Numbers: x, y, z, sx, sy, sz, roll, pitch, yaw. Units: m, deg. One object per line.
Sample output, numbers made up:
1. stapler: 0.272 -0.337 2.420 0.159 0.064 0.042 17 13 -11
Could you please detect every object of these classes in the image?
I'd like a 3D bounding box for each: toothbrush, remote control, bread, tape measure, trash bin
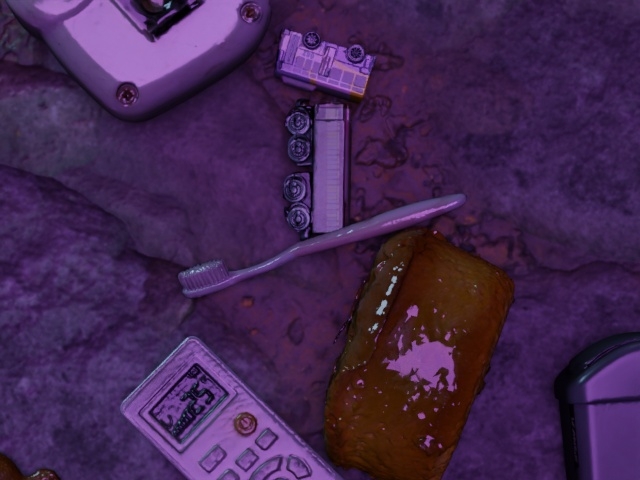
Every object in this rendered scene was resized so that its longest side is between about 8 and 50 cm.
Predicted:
1. toothbrush: 0.000 0.000 1.623 0.307 0.025 0.030 -18 119 9
2. remote control: -0.057 0.242 1.627 0.313 0.055 0.109 44 79 5
3. bread: 0.093 0.119 1.593 0.160 0.147 0.261 25 85 2
4. tape measure: -0.174 -0.272 1.616 0.258 0.130 0.265 -44 89 -7
5. trash bin: 0.331 0.210 1.623 0.176 0.101 0.236 -3 89 -5

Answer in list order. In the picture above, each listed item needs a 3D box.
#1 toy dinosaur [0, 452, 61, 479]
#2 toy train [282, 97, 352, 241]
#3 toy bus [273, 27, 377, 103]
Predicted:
1. toy dinosaur: -0.349 0.221 1.623 0.126 0.039 0.162 -31 83 -14
2. toy train: -0.003 -0.072 1.654 0.071 0.038 0.148 1 87 -2
3. toy bus: 0.001 -0.179 1.655 0.102 0.052 0.058 16 85 -3
